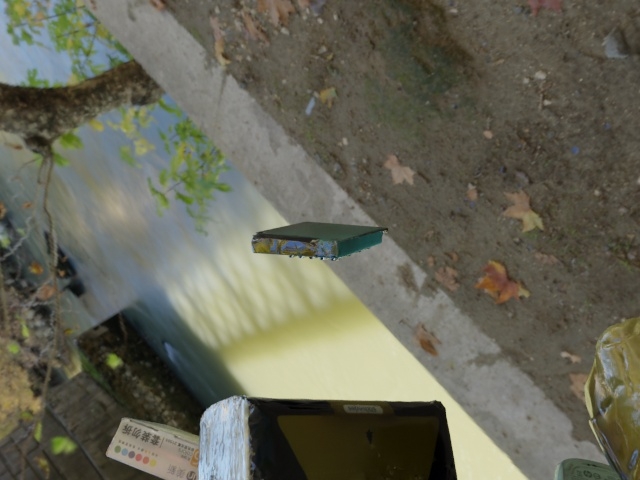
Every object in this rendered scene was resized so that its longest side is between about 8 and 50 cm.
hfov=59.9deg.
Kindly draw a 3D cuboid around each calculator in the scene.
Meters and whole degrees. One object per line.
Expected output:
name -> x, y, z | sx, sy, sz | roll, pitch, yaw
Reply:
calculator -> 0.000, 0.000, 1.353 | 0.274, 0.248, 0.058 | 4, 101, 31

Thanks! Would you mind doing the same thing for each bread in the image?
bread -> 0.539, 0.314, 0.821 | 0.300, 0.210, 0.341 | 42, -155, -44

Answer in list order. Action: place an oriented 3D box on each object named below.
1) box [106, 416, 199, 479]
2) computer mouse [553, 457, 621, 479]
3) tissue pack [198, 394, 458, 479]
box -> -0.309, 0.474, 1.231 | 0.220, 0.091, 0.274 | 15, 160, 11
computer mouse -> 0.477, 0.504, 0.932 | 0.159, 0.288, 0.097 | 9, 117, 9
tissue pack -> 0.018, 0.416, 0.968 | 0.253, 0.416, 0.264 | -35, 51, 52
